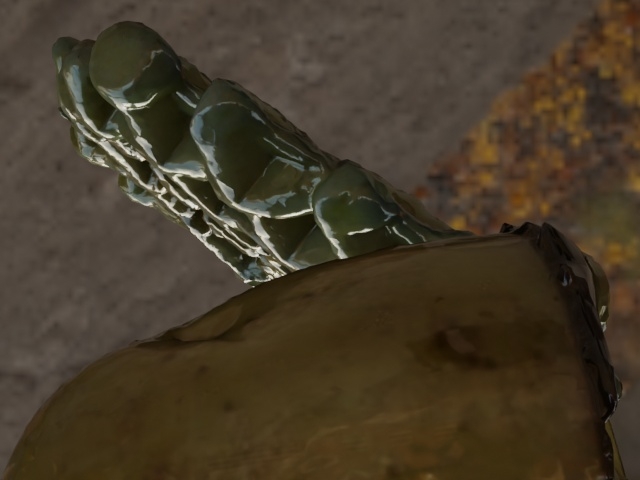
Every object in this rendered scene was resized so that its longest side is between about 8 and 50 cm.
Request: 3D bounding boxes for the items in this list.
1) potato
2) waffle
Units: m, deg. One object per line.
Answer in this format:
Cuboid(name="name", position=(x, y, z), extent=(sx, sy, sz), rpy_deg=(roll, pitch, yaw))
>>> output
Cuboid(name="potato", position=(-0.002, 0.137, 0.693), extent=(0.242, 0.285, 0.242), rpy_deg=(0, -165, 0))
Cuboid(name="waffle", position=(0.000, 0.000, 0.913), extent=(0.309, 0.056, 0.292), rpy_deg=(36, 173, -10))
